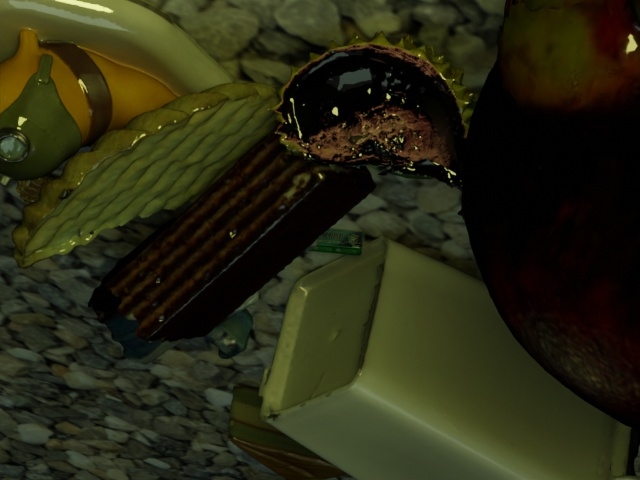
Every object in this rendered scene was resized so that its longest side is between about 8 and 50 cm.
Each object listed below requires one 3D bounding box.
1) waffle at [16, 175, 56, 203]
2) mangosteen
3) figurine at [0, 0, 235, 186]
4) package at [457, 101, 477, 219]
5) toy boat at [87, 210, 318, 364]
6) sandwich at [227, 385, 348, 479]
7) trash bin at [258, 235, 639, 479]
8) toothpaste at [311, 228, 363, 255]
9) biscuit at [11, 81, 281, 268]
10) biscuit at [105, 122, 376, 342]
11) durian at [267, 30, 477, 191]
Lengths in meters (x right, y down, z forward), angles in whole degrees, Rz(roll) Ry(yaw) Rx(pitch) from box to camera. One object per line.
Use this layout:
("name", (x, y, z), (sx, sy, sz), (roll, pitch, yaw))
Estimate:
("waffle", (-0.252, -0.044, 1.529), (0.085, 0.016, 0.078), (5, 157, 4))
("mangosteen", (0.295, -0.070, 1.008), (0.381, 0.381, 0.421), (11, 115, -9))
("figurine", (-0.186, -0.100, 1.266), (0.250, 0.141, 0.166), (20, 149, -25))
("package", (0.201, -0.059, 1.376), (0.166, 0.040, 0.232), (2, 154, 7))
("toy boat", (-0.111, 0.051, 1.556), (0.142, 0.129, 0.309), (37, 137, -22))
("sandwich", (-0.028, 0.237, 1.968), (0.113, 0.079, 0.163), (-11, 147, 26))
("trash bin", (0.153, 0.160, 1.620), (0.367, 0.256, 0.296), (31, 147, -25))
("toothpaste", (0.000, 0.000, 1.554), (0.083, 0.020, 0.017), (5, 151, 2))
("biscuit", (-0.122, -0.068, 1.290), (0.273, 0.036, 0.187), (-21, 162, -32))
("biscuit", (-0.072, -0.001, 1.376), (0.252, 0.070, 0.106), (-42, 160, 23))
("durian", (0.062, -0.111, 1.270), (0.186, 0.119, 0.108), (13, -167, 14))
